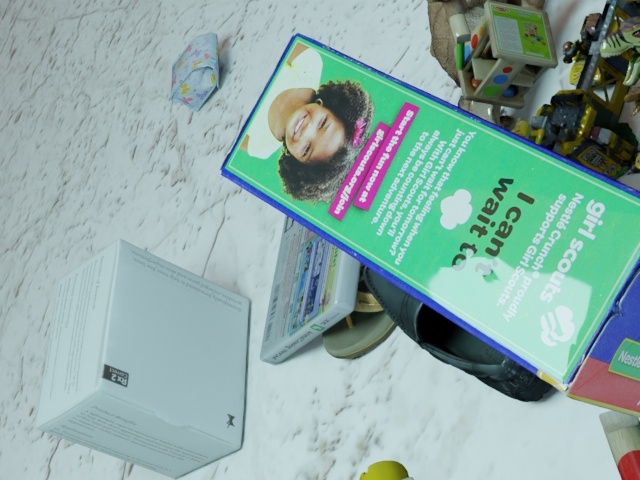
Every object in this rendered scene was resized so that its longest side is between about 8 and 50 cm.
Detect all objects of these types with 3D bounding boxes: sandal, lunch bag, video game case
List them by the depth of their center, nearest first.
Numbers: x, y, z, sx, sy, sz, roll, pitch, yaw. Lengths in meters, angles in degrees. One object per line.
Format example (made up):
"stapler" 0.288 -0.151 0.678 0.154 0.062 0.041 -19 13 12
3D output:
"sandal" 0.060 0.042 1.140 0.180 0.049 0.072 -39 40 31
"video game case" 0.000 0.000 1.224 0.193 0.023 0.212 139 145 -58
"lunch bag" -0.158 -0.223 1.614 0.083 0.053 0.071 -48 33 37

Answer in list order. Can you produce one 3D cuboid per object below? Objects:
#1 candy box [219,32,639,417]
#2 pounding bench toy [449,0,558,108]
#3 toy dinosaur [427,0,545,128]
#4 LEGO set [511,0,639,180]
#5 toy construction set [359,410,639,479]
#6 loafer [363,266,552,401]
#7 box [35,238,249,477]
"candy box" 0.136 0.002 0.817 0.317 0.268 0.122 30 96 42
"pounding bench toy" 0.124 -0.140 0.933 0.065 0.083 0.052 125 146 -52
"toy dinosaur" 0.139 -0.186 1.147 0.295 0.127 0.200 -76 -4 -47
"LEGO set" 0.254 -0.166 0.898 0.331 0.192 0.255 19 83 56
"toy construction set" 0.098 0.212 0.826 0.309 0.257 0.237 -38 28 21
"loafer" 0.105 0.057 1.019 0.223 0.078 0.076 36 96 47
"box" -0.180 0.126 1.281 0.119 0.181 0.182 -30 45 38
